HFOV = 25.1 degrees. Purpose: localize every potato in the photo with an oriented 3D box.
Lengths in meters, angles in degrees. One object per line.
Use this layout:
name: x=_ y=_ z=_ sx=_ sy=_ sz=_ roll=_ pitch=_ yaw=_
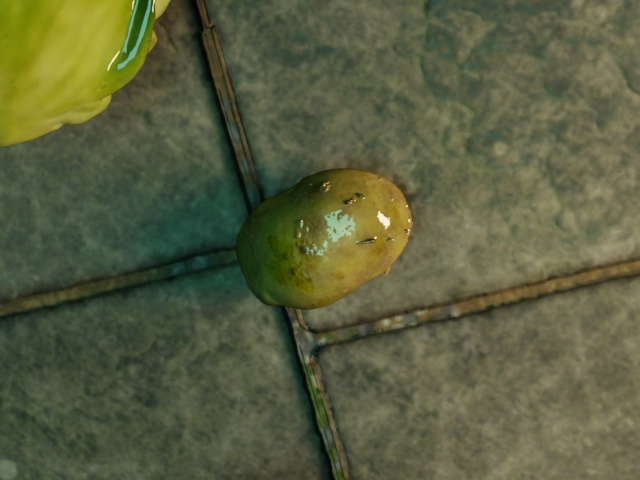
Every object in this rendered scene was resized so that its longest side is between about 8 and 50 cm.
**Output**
potato: x=0.000 y=0.000 z=1.046 sx=0.138 sy=0.070 sz=0.091 roll=-29 pitch=96 yaw=16

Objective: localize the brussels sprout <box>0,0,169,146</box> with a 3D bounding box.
brussels sprout: x=-0.246 y=-0.248 z=0.928 sx=0.276 sy=0.315 sz=0.371 roll=17 pitch=114 yaw=31
